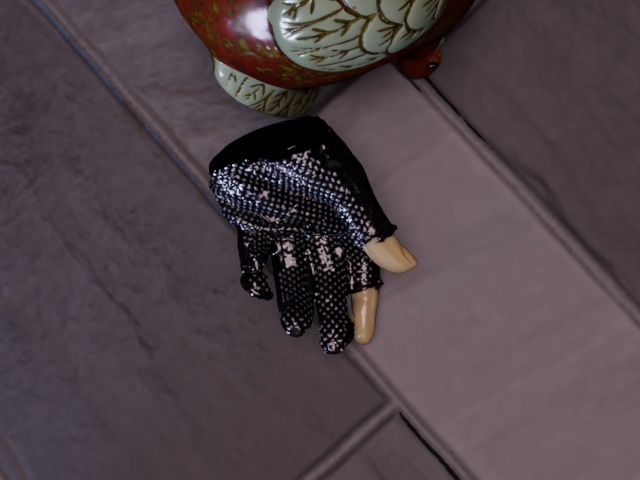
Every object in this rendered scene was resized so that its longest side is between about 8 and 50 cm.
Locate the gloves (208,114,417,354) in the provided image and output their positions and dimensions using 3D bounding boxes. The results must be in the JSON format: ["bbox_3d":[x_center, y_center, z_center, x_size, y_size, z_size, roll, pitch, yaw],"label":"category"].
[{"bbox_3d":[-0.002,0.000,0.701,0.129,0.106,0.181,-23,113,4],"label":"gloves"}]

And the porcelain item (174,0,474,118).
[{"bbox_3d":[0.019,-0.198,0.665,0.252,0.253,0.253,0,86,5],"label":"porcelain item"}]
